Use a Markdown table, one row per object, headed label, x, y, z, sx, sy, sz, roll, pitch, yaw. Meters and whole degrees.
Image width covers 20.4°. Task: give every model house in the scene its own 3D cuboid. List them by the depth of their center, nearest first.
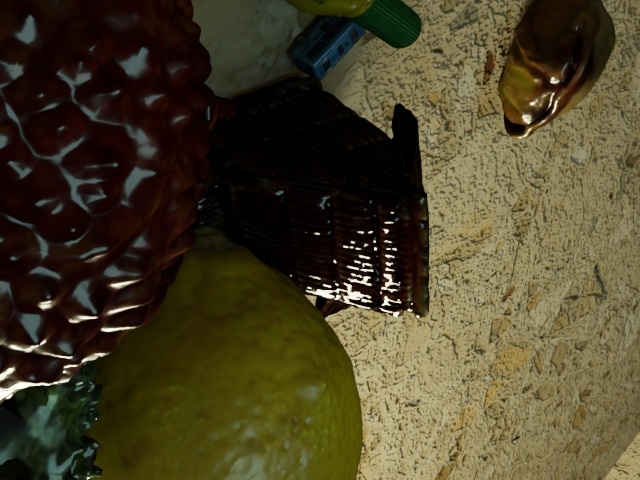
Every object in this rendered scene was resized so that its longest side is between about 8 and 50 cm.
| label | x | y | z | sx | sy | sz | roll | pitch | yaw |
| --- | --- | --- | --- | --- | --- | --- | --- | --- | --- |
| model house | 0.000 | 0.000 | 1.921 | 0.297 | 0.282 | 0.317 | -36 | 145 | -31 |

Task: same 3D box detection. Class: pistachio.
| label | x | y | z | sx | sy | sz | roll | pitch | yaw |
| --- | --- | --- | --- | --- | --- | --- | --- | --- | --- |
| pistachio | 0.297 | -0.227 | 2.301 | 0.210 | 0.130 | 0.165 | -61 | -170 | 10 |

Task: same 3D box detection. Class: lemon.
| label | x | y | z | sx | sy | sz | roll | pitch | yaw |
| --- | --- | --- | --- | --- | --- | --- | --- | --- | --- |
| lemon | -0.125 | 0.175 | 1.767 | 0.350 | 0.350 | 0.387 | -7 | 103 | -53 |

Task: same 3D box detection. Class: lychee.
| label | x | y | z | sx | sy | sz | roll | pitch | yaw |
| --- | --- | --- | --- | --- | --- | --- | --- | --- | --- |
| lychee | -0.265 | -0.086 | 1.300 | 0.500 | 0.424 | 0.425 | -14 | 132 | -34 |

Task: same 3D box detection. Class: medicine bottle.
| label | x | y | z | sx | sy | sz | roll | pitch | yaw |
| --- | --- | --- | --- | --- | --- | --- | --- | --- | --- |
| medicine bottle | 0.022 | -0.268 | 1.861 | 0.260 | 0.064 | 0.095 | 27 | 96 | -50 |

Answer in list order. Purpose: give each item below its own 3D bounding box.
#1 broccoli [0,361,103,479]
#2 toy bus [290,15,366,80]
| label | x | y | z | sx | sy | sz | roll | pitch | yaw |
| --- | --- | --- | --- | --- | --- | --- | --- | --- | --- |
| broccoli | -0.346 | 0.146 | 1.531 | 0.281 | 0.348 | 0.293 | -6 | 161 | -35 |
| toy bus | 0.009 | -0.218 | 1.953 | 0.083 | 0.046 | 0.038 | -48 | 150 | -12 |
